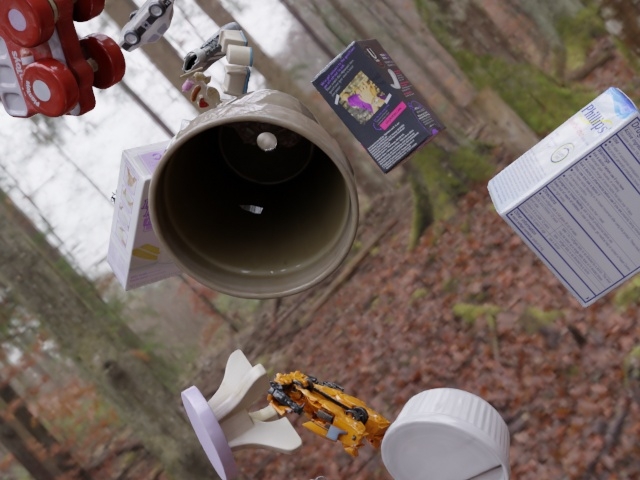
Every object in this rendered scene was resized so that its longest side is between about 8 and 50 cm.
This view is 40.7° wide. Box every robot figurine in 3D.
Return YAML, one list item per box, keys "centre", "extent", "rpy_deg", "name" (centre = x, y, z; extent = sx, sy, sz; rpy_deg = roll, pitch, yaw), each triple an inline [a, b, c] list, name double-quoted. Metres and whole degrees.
- centre: [0.003, 0.392, 2.007]
  extent: [0.211, 0.291, 0.085]
  rpy_deg: [1, -71, -58]
  name: "robot figurine"

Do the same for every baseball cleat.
- centre: [-0.311, -0.546, 2.474]
  extent: [0.206, 0.072, 0.109]
  rpy_deg: [-44, -3, 13]
  name: "baseball cleat"

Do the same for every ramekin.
- centre: [0.272, 0.429, 1.810]
  extent: [0.273, 0.273, 0.127]
  rpy_deg: [-46, 9, 41]
  name: "ramekin"

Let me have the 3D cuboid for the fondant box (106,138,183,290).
- centre: [-0.293, -0.061, 1.758]
  extent: [0.238, 0.096, 0.330]
  rpy_deg: [-18, -34, -33]
  name: "fondant box"

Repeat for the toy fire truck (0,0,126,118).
- centre: [-0.508, -0.355, 1.516]
  extent: [0.254, 0.302, 0.169]
  rpy_deg: [6, 34, 28]
  name: "toy fire truck"

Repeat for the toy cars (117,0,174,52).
- centre: [-0.307, -0.570, 1.903]
  extent: [0.393, 0.087, 0.176]
  rpy_deg: [-59, 28, -5]
  name: "toy cars"

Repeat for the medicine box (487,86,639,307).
- centre: [0.500, -0.074, 1.549]
  extent: [0.289, 0.263, 0.149]
  rpy_deg: [-39, 21, 18]
  name: "medicine box"

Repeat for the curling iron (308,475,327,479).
- centre: [-0.079, 0.536, 1.558]
  extent: [0.274, 0.068, 0.035]
  rpy_deg: [-45, 3, -3]
  name: "curling iron"

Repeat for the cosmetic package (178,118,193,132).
- centre: [-0.249, -0.208, 2.033]
  extent: [0.099, 0.239, 0.060]
  rpy_deg: [1, -60, -32]
  name: "cosmetic package"

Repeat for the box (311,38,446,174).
- centre: [0.134, -0.306, 1.953]
  extent: [0.143, 0.270, 0.165]
  rpy_deg: [-39, -2, 25]
  name: "box"

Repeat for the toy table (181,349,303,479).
- centre: [-0.166, 0.353, 1.726]
  extent: [0.161, 0.252, 0.274]
  rpy_deg: [-28, -21, -17]
  name: "toy table"

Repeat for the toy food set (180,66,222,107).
- centre: [-0.284, -0.356, 2.026]
  extent: [0.078, 0.019, 0.122]
  rpy_deg: [-23, -38, -1]
  name: "toy food set"

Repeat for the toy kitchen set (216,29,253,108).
- centre: [-0.219, -0.448, 2.364]
  extent: [0.166, 0.122, 0.207]
  rpy_deg: [-116, 34, -52]
  name: "toy kitchen set"

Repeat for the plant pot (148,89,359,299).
- centre: [-0.100, -0.112, 1.424]
  extent: [0.323, 0.323, 0.280]
  rpy_deg: [-45, 22, 24]
  name: "plant pot"

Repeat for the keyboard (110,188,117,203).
- centre: [-0.469, -0.084, 2.112]
  extent: [0.038, 0.100, 0.192]
  rpy_deg: [-67, 27, 5]
  name: "keyboard"
